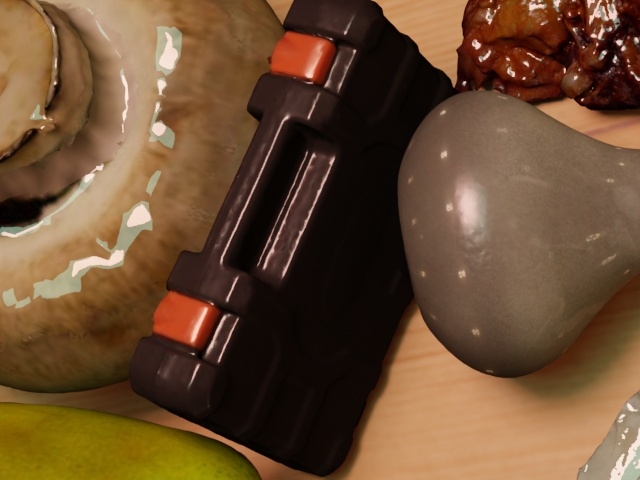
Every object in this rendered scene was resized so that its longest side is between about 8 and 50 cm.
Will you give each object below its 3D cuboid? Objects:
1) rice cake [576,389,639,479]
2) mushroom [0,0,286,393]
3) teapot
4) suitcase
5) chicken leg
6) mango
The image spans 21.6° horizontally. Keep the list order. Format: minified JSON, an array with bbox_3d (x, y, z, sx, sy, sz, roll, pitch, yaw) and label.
[{"bbox_3d":[0.189,0.205,1.025,0.124,0.038,0.211,34,88,32],"label":"rice cake"},{"bbox_3d":[-0.176,-0.060,1.178,0.352,0.260,0.352,-6,73,21],"label":"mushroom"},{"bbox_3d":[0.180,-0.018,1.045,0.251,0.183,0.183,-11,67,12],"label":"teapot"},{"bbox_3d":[0.000,0.000,1.098,0.066,0.206,0.285,18,80,34],"label":"suitcase"},{"bbox_3d":[0.130,-0.200,1.187,0.177,0.083,0.322,-47,59,26],"label":"chicken leg"},{"bbox_3d":[-0.163,0.187,1.126,0.273,0.185,0.149,3,72,12],"label":"mango"}]
